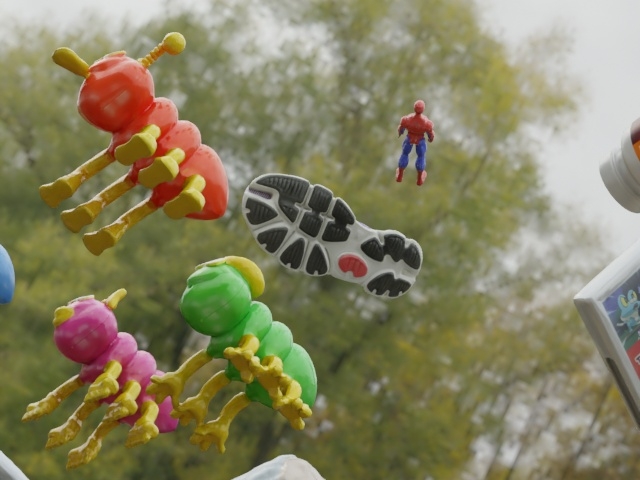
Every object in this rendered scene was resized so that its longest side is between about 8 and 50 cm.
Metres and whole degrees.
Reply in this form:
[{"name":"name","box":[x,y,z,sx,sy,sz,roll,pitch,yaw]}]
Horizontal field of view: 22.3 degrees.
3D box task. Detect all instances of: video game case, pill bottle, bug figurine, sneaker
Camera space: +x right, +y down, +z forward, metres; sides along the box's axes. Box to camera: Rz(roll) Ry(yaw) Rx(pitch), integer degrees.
[{"name":"video game case","box":[0.278,0.058,1.119,0.023,0.201,0.183,2,-55,57]},{"name":"pill bottle","box":[0.331,-0.089,1.474,0.086,0.086,0.152,35,-52,-22]},{"name":"bug figurine","box":[-0.109,0.015,0.810,0.279,0.072,0.216,-18,-67,47]},{"name":"sneaker","box":[0.000,0.000,1.281,0.170,0.068,0.071,29,-7,-34]}]

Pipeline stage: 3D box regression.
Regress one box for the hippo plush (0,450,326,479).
[{"name":"hippo plush","box":[-0.064,0.281,1.160,0.294,0.234,0.236,-4,-17,25]}]

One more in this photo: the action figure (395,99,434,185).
[{"name":"action figure","box":[0.094,-0.100,1.624,0.038,0.030,0.115,14,-32,7]}]
